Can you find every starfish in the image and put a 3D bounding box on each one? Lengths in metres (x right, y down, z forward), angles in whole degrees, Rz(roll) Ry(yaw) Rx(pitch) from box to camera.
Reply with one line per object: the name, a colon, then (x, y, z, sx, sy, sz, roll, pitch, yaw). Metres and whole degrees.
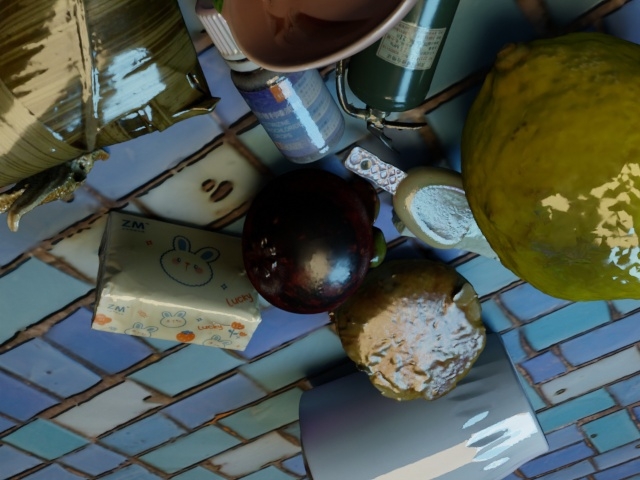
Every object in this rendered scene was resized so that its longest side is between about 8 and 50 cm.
starfish: (-0.301, -0.046, 0.713, 0.138, 0.247, 0.050, -29, 105, 11)

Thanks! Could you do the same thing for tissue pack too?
tissue pack: (-0.181, 0.052, 0.883, 0.196, 0.148, 0.092, 11, 131, -21)

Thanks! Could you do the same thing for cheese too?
cheese: (0.107, -0.060, 0.827, 0.192, 0.037, 0.097, 25, 105, -26)

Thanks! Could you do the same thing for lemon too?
lemon: (0.282, -0.077, 0.742, 0.268, 0.268, 0.322, -27, 129, 18)

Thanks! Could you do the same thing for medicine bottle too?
medicine bottle: (-0.048, -0.173, 0.717, 0.083, 0.084, 0.203, -22, 134, 13)

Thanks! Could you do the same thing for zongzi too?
zongzi: (-0.259, -0.177, 0.572, 0.288, 0.134, 0.286, -30, 127, -17)

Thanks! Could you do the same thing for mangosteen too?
mangosteen: (0.000, 0.000, 0.860, 0.199, 0.200, 0.200, -5, 137, -5)

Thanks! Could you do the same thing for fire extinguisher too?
fire extinguisher: (0.081, -0.210, 0.699, 0.118, 0.093, 0.294, 11, 135, -5)

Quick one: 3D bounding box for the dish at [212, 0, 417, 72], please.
dish: (0.003, -0.248, 0.590, 0.213, 0.213, 0.090, -39, 171, 28)

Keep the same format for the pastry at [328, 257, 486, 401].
pastry: (0.123, 0.128, 1.015, 0.228, 0.100, 0.219, 14, 105, -13)

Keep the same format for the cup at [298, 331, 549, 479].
cup: (0.161, 0.310, 1.155, 0.371, 0.253, 0.253, -25, 135, 10)

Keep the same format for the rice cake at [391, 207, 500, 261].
rice cake: (0.186, -0.024, 0.933, 0.206, 0.063, 0.069, 12, 128, -22)
